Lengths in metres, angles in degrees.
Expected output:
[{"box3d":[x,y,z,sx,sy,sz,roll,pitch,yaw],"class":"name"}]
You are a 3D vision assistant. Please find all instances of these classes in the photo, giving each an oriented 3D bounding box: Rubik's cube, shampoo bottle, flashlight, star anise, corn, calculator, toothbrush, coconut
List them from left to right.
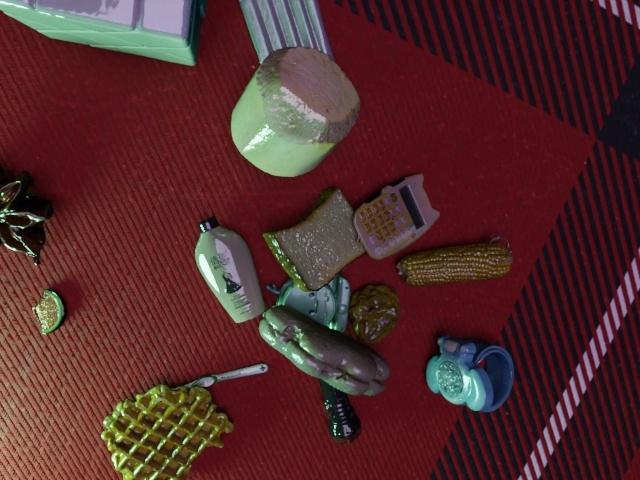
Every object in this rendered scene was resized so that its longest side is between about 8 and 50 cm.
[{"box3d":[-0.662,-0.071,1.046,0.190,0.126,0.220,24,125,-13],"class":"star anise"},{"box3d":[-0.371,-0.522,0.892,0.319,0.322,0.316,7,99,-11],"class":"Rubik's cube"},{"box3d":[-0.279,0.353,1.237,0.304,0.030,0.030,-11,103,-7],"class":"toothbrush"},{"box3d":[-0.216,0.065,1.161,0.127,0.078,0.257,-22,101,6],"class":"shampoo bottle"},{"box3d":[-0.061,-0.260,1.044,0.239,0.244,0.239,13,62,-27],"class":"coconut"},{"box3d":[0.038,0.400,1.267,0.093,0.093,0.232,-18,101,-5],"class":"flashlight"},{"box3d":[0.176,-0.056,1.192,0.236,0.033,0.157,-32,106,-21],"class":"calculator"},{"box3d":[0.338,0.059,1.235,0.293,0.106,0.106,-7,103,-7],"class":"corn"}]

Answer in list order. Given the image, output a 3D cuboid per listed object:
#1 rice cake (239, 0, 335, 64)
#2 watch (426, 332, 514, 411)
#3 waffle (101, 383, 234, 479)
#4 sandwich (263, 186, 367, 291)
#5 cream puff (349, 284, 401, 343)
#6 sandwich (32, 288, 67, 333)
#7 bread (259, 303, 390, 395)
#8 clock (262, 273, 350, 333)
[{"box3d":[-0.076,-0.475,1.092,0.189,0.037,0.198,-12,103,-6],"class":"rice cake"},{"box3d":[0.404,0.338,1.278,0.193,0.211,0.211,2,102,-30],"class":"watch"},{"box3d":[-0.379,0.486,1.221,0.301,0.058,0.281,-26,112,-2],"class":"waffle"},{"box3d":[0.000,0.000,1.151,0.214,0.065,0.186,-41,106,-23],"class":"sandwich"},{"box3d":[0.138,0.185,1.225,0.146,0.116,0.146,-1,103,-5],"class":"cream puff"},{"box3d":[-0.625,0.162,1.146,0.069,0.026,0.101,-18,101,-1],"class":"sandwich"},{"box3d":[0.021,0.259,1.123,0.337,0.183,0.102,30,88,-14],"class":"bread"},{"box3d":[-0.035,0.158,1.217,0.211,0.066,0.159,2,101,-9],"class":"clock"}]
